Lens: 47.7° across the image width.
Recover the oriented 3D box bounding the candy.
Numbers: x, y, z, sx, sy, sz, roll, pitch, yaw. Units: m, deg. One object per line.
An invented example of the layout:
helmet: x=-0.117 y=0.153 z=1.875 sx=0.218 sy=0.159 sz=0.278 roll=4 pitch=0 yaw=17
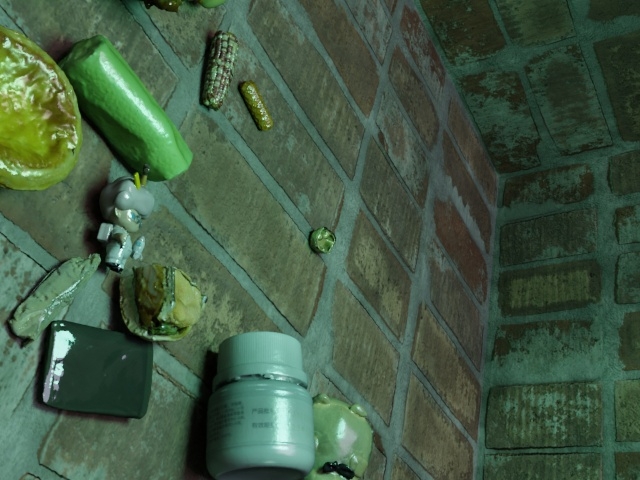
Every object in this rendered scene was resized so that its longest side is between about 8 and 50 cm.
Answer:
candy: x=-0.405 y=-0.274 z=1.536 sx=0.343 sy=0.142 sz=0.132 roll=56 pitch=24 yaw=-36

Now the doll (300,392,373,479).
doll: x=0.010 y=0.585 z=1.881 sx=0.247 sy=0.247 sz=0.350 roll=36 pitch=64 yaw=-50

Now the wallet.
wallet: x=-0.431 y=0.252 z=1.407 sx=0.245 sy=0.052 sz=0.169 roll=27 pitch=57 yaw=-50

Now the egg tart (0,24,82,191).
egg tart: x=-0.563 y=-0.226 z=1.259 sx=0.319 sy=0.128 sz=0.319 roll=33 pitch=50 yaw=-53

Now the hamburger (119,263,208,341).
hamburger: x=-0.332 y=0.148 z=1.544 sx=0.208 sy=0.135 sz=0.155 roll=50 pitch=38 yaw=-70

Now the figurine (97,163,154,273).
figurine: x=-0.406 y=-0.048 z=1.494 sx=0.137 sy=0.111 sz=0.229 roll=77 pitch=20 yaw=-72

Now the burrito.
burrito: x=-0.491 y=0.098 z=1.351 sx=0.058 sy=0.063 sz=0.229 roll=101 pitch=15 yaw=-47

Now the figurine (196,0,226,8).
figurine: x=-0.325 y=-0.718 z=1.842 sx=0.262 sy=0.153 sz=0.180 roll=52 pitch=45 yaw=-11

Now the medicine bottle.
medicine bottle: x=-0.138 y=0.387 z=1.666 sx=0.245 sy=0.245 sz=0.306 roll=38 pitch=41 yaw=-49

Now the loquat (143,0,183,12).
loquat: x=-0.360 y=-0.645 z=1.615 sx=0.275 sy=0.274 sz=0.275 roll=27 pitch=57 yaw=-54

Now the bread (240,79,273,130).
bread: x=-0.180 y=-0.381 z=2.052 sx=0.157 sy=0.044 sz=0.052 roll=63 pitch=30 yaw=-26

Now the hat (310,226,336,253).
hat: x=0.000 y=-0.001 z=2.224 sx=0.077 sy=0.059 sz=0.076 roll=39 pitch=64 yaw=-41

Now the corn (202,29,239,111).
corn: x=-0.266 y=-0.447 z=1.902 sx=0.079 sy=0.079 sz=0.237 roll=39 pitch=53 yaw=-48
